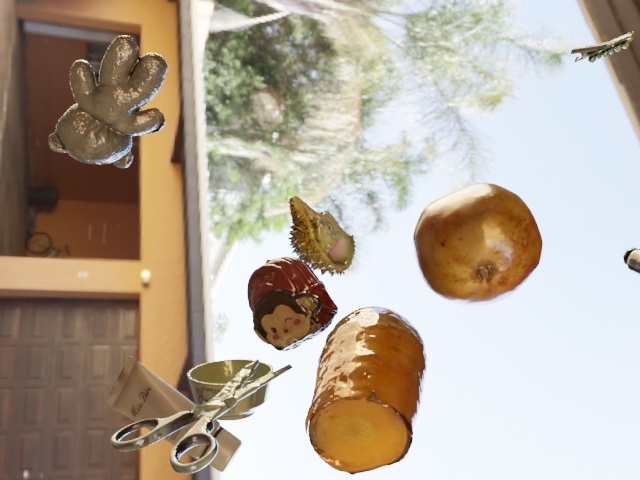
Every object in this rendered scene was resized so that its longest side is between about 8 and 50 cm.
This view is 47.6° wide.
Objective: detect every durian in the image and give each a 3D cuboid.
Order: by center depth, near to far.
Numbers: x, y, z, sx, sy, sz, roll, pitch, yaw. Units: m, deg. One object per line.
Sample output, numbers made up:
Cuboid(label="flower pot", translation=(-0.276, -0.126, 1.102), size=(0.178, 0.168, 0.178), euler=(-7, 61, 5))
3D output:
Cuboid(label="durian", translation=(0.000, 0.000, 2.028), size=(0.166, 0.306, 0.172), euler=(-51, -140, -3))

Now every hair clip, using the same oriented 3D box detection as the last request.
Cuboid(label="hair clip", translation=(0.640, -0.434, 1.629), size=(0.173, 0.049, 0.049), euler=(-1, -95, 64))

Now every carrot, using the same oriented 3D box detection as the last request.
Cuboid(label="carrot", translation=(0.098, 0.278, 1.419), size=(0.340, 0.224, 0.224), euler=(-75, 179, -63))

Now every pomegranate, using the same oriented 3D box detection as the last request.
Cuboid(label="pomegranate", translation=(0.306, 0.000, 1.466), size=(0.229, 0.252, 0.270), euler=(55, 10, -21))

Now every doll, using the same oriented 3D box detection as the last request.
Cuboid(label="doll", translation=(-0.494, -0.329, 1.746), size=(0.340, 0.246, 0.158), euler=(-59, -159, 17))

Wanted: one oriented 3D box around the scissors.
Cuboid(label="scissors", translation=(-0.210, 0.338, 1.477), size=(0.256, 0.383, 0.029), euler=(4, -68, 40))

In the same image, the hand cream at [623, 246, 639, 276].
Cuboid(label="hand cream", translation=(0.697, 0.073, 1.453), size=(0.091, 0.058, 0.271), euler=(57, 2, -19))

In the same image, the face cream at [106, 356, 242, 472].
Cuboid(label="face cream", translation=(-0.318, 0.390, 1.595), size=(0.143, 0.314, 0.089), euler=(-61, 171, 20))

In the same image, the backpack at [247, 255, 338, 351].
Cuboid(label="backpack", translation=(-0.076, 0.141, 1.713), size=(0.229, 0.139, 0.229), euler=(11, -68, 29))

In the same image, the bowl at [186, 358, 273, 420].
Cuboid(label="bowl", translation=(-0.218, 0.371, 1.778), size=(0.211, 0.212, 0.112), euler=(-166, -106, -71))
